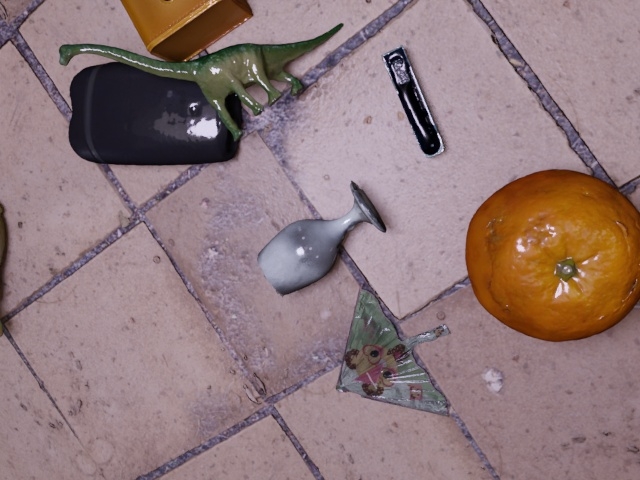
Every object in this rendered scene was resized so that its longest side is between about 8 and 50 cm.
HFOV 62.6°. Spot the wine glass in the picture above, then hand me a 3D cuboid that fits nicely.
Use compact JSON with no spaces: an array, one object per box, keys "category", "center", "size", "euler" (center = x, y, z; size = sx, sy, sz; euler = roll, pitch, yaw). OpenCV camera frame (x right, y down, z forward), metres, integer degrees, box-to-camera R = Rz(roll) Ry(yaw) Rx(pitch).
[{"category":"wine glass","center":[0.000,0.000,1.009],"size":[0.241,0.126,0.126],"euler":[-34,90,14]}]

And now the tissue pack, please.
[{"category":"tissue pack","center":[-0.286,-0.508,0.987],"size":[0.194,0.145,0.274],"euler":[-29,92,13]}]

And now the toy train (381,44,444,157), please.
[{"category":"toy train","center":[0.172,-0.252,0.971],"size":[0.043,0.047,0.207],"euler":[-23,94,16]}]

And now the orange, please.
[{"category":"orange","center":[0.385,0.026,0.874],"size":[0.284,0.226,0.283],"euler":[2,97,17]}]

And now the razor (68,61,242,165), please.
[{"category":"razor","center":[-0.331,-0.252,1.049],"size":[0.349,0.113,0.204],"euler":[2,95,12]}]

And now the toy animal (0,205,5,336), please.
[{"category":"toy animal","center":[-0.805,0.085,1.167],"size":[0.181,0.180,0.362],"euler":[8,96,48]}]

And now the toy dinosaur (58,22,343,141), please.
[{"category":"toy dinosaur","center":[-0.193,-0.344,0.952],"size":[0.447,0.087,0.301],"euler":[-42,90,-16]}]

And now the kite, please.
[{"category":"kite","center":[0.141,0.242,1.071],"size":[0.268,0.013,0.323],"euler":[-35,92,16]}]
